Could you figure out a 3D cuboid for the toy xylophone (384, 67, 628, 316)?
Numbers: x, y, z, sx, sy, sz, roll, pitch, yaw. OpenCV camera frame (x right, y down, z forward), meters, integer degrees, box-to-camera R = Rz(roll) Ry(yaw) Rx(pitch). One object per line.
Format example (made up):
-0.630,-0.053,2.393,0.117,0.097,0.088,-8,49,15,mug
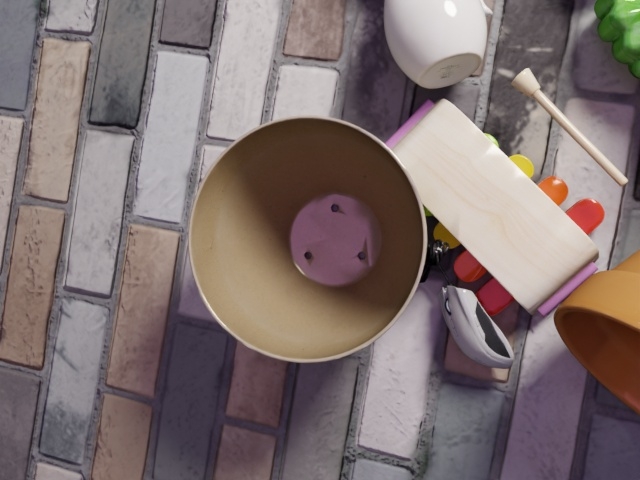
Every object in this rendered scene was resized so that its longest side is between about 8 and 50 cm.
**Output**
0.236,-0.063,0.840,0.236,0.081,0.323,-36,82,11,toy xylophone

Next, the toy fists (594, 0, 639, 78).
0.396,-0.333,0.797,0.142,0.096,0.279,-10,88,-2,toy fists

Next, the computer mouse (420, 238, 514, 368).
0.179,0.093,0.849,0.042,0.106,0.193,-33,86,-24,computer mouse

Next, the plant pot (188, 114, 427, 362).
0.000,0.000,0.840,0.284,0.191,0.284,0,89,13,plant pot

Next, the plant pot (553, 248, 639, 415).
0.436,0.095,0.709,0.291,0.291,0.203,40,82,10,plant pot

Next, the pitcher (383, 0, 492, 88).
0.162,-0.314,0.848,0.177,0.125,0.207,-14,75,-2,pitcher
